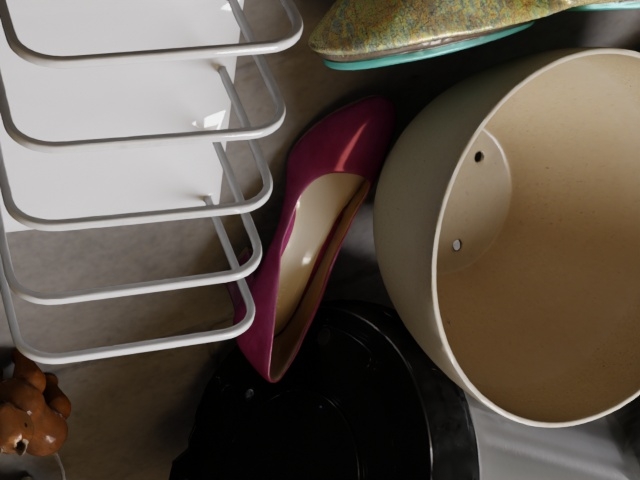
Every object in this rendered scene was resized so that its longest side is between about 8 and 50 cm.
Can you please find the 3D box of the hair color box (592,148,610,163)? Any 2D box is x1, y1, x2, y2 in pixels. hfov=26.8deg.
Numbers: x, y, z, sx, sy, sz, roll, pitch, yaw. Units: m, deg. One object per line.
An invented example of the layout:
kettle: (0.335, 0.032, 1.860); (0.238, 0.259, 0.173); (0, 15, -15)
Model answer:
hair color box: (0.310, -0.124, 1.144); (0.093, 0.053, 0.167); (23, 119, -39)

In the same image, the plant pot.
plant pot: (0.151, -0.019, 1.062); (0.284, 0.191, 0.284); (-9, 107, -29)

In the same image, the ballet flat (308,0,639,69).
ballet flat: (0.152, -0.209, 0.969); (0.348, 0.123, 0.123); (-12, 137, -13)

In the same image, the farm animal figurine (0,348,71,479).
farm animal figurine: (-0.362, 0.239, 1.119); (0.330, 0.172, 0.327); (-8, 136, -18)

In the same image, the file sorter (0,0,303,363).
file sorter: (-0.132, -0.070, 0.915); (0.192, 0.173, 0.278); (-7, 136, -19)

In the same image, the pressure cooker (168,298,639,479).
pressure cooker: (0.118, 0.265, 1.237); (0.420, 0.370, 0.376); (22, 82, -41)

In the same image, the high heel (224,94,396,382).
high heel: (0.000, 0.000, 1.090); (0.082, 0.117, 0.244); (19, 123, -38)
